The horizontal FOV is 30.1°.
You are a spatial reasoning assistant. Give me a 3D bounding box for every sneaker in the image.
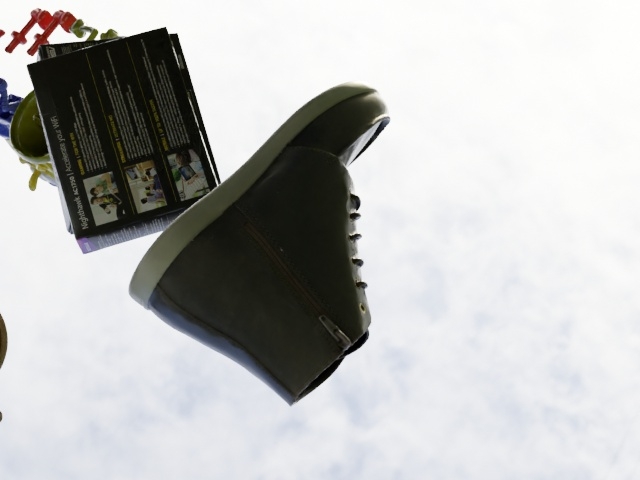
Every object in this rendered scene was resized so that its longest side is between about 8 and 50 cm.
[{"bbox_3d":[0.000,0.000,0.696,0.118,0.083,0.222,39,-127,6],"label":"sneaker"}]

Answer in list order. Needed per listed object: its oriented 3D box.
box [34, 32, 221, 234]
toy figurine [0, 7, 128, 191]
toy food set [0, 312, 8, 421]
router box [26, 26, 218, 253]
[{"bbox_3d":[-0.198,-0.110,1.199,0.147,0.077,0.180,-10,-111,-22],"label":"box"},{"bbox_3d":[-0.306,-0.139,1.443,0.191,0.363,0.217,-55,-47,-15],"label":"toy figurine"},{"bbox_3d":[-0.386,0.104,1.232,0.132,0.038,0.192,-4,-96,-35],"label":"toy food set"},{"bbox_3d":[-0.176,-0.092,1.070,0.133,0.046,0.178,-16,-107,-8],"label":"router box"}]
